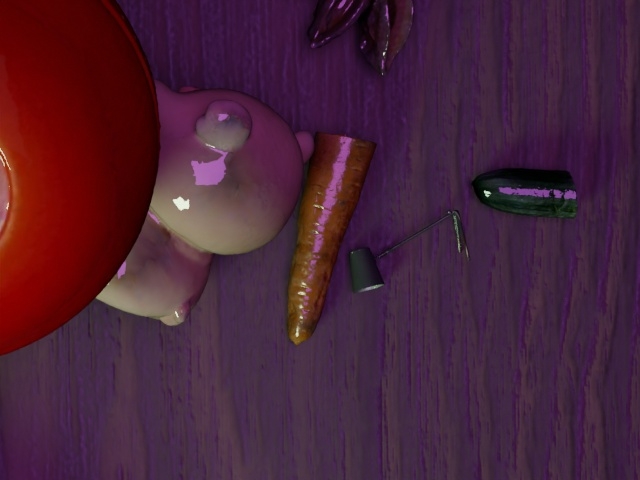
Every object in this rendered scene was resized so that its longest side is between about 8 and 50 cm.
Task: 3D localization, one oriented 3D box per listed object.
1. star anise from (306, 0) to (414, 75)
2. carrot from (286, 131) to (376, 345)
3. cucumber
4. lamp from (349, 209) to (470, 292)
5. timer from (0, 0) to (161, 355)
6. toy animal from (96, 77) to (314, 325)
[{"bbox_3d":[0.036,-0.281,1.859,0.197,0.073,0.212,40,83,-10],"label":"star anise"},{"bbox_3d":[0.000,0.000,1.868,0.061,0.061,0.210,14,92,-8],"label":"carrot"},{"bbox_3d":[0.200,-0.048,1.895,0.105,0.048,0.048,4,90,-8],"label":"cucumber"},{"bbox_3d":[0.083,0.010,1.888,0.121,0.041,0.054,-15,84,-4],"label":"lamp"},{"bbox_3d":[-0.318,-0.082,1.562,0.378,0.279,0.378,-2,112,-5],"label":"timer"},{"bbox_3d":[-0.138,-0.034,1.771,0.229,0.210,0.221,7,87,15],"label":"toy animal"}]
